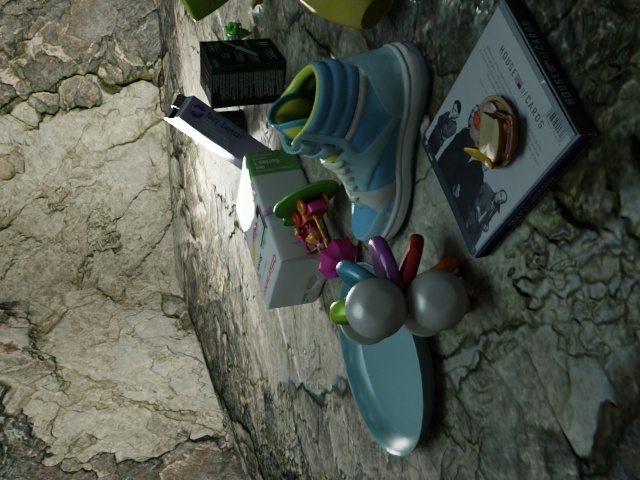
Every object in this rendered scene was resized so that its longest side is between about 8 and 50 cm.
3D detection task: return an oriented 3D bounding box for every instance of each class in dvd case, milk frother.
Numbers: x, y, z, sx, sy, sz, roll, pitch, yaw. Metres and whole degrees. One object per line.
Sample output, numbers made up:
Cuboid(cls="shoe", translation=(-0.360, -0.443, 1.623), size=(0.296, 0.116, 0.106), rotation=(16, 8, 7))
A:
Cuboid(cls="dvd case", translation=(0.193, -0.113, 0.758), size=(0.238, 0.029, 0.179), rotation=(115, 142, -57))
Cuboid(cls="milk frother", translation=(-0.277, -0.343, 1.837), size=(0.129, 0.135, 0.143), rotation=(115, 142, -57))

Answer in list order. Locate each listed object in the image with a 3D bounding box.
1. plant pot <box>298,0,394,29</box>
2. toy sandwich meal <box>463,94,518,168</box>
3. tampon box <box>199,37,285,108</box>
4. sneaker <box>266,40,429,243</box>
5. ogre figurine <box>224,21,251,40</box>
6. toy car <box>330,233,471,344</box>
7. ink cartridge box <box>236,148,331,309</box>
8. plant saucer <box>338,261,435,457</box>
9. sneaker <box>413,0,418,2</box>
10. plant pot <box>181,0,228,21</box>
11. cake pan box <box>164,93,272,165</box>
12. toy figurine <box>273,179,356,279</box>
Cuboid(cls="plant pot", translation=(0.048, -0.349, 0.946), size=(0.095, 0.134, 0.134), rotation=(48, 150, 14))
Cuboid(cls="toy sandwich meal", translation=(0.176, -0.111, 0.714), size=(0.085, 0.029, 0.085), rotation=(172, 90, -71))
Cuboid(cls="tampon box", translation=(-0.172, -0.364, 1.486), size=(0.120, 0.161, 0.101), rotation=(-117, 26, -44))
Cuboid(cls="sneaker", translation=(0.023, -0.120, 0.967), size=(0.127, 0.208, 0.319), rotation=(-124, 31, -49))
Cuboid(cls="ogre figurine", translation=(-0.217, -0.444, 1.687), size=(0.197, 0.097, 0.118), rotation=(-15, 72, 60))
Cuboid(cls="toy car", translation=(0.098, 0.058, 0.884), size=(0.159, 0.182, 0.136), rotation=(99, 163, -78))
Cuboid(cls="ink cartridge box", translation=(-0.084, -0.023, 1.453), size=(0.201, 0.117, 0.278), rotation=(109, 146, -54))
Cuboid(cls="plant saucer", translation=(0.107, 0.189, 1.119), size=(0.317, 0.044, 0.317), rotation=(172, 90, -71))
Cuboid(cls="sneaker", translation=(0.107, -0.385, 0.856), size=(0.089, 0.051, 0.170), rotation=(-148, 47, -65))
Cuboid(cls="plant pot", translation=(-0.244, -0.635, 1.444), size=(0.228, 0.207, 0.227), rotation=(58, 175, 48))
Cuboid(cls="cake pan box", translation=(-0.235, -0.242, 1.604), size=(0.070, 0.267, 0.246), rotation=(-59, 21, -4))
Cuboid(cls="toy figurine", translation=(0.000, 0.000, 1.244), size=(0.159, 0.130, 0.173), rotation=(65, 158, 16))
